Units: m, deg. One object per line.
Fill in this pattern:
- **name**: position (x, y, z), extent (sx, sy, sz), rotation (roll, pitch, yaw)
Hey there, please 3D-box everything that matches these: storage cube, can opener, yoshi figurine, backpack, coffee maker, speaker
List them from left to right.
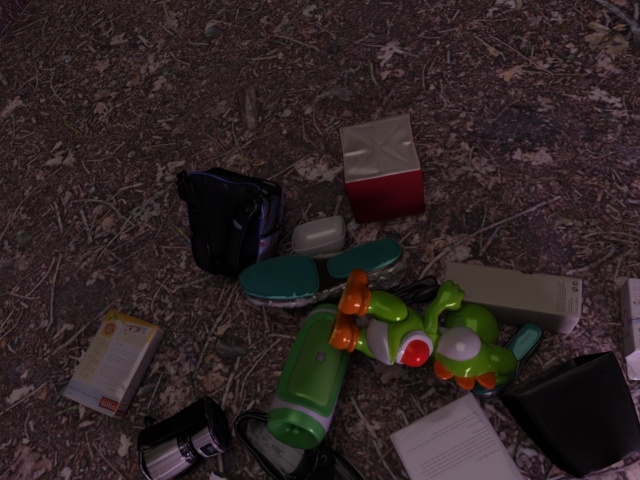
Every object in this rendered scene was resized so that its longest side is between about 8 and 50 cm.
- **coffee maker**: position (-0.307, 0.427, 1.088), extent (0.178, 0.120, 0.171), rotation (-29, 58, -2)
- **backpack**: position (-0.219, -0.042, 1.251), extent (0.276, 0.213, 0.263), rotation (17, 107, 26)
- **speaker**: position (-0.012, 0.278, 1.037), extent (0.131, 0.131, 0.296), rotation (5, 42, 18)
- **storage cube**: position (0.157, -0.179, 1.248), extent (0.215, 0.193, 0.184), rotation (-9, 61, 9)
- **can opener**: position (0.194, 0.135, 1.149), extent (0.186, 0.073, 0.059), rotation (-24, 67, 12)
- **yoshi figurine**: position (0.212, 0.177, 0.996), extent (0.362, 0.203, 0.203), rotation (19, 76, 5)

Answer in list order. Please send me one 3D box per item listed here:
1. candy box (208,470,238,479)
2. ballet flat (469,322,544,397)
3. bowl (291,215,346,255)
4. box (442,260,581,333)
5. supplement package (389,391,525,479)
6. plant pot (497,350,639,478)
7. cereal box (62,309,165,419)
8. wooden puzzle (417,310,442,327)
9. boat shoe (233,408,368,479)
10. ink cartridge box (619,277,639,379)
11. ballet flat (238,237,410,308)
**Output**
- **candy box**: position (-0.171, 0.595, 0.989), extent (0.196, 0.070, 0.165), rotation (18, 68, 22)
- **ballet flat**: position (0.391, 0.258, 1.020), extent (0.203, 0.074, 0.074), rotation (-42, 60, -8)
- **bowl**: position (0.000, 0.000, 1.252), extent (0.142, 0.053, 0.142), rotation (-13, 28, 7)
- **box**: position (0.409, 0.124, 1.065), extent (0.275, 0.113, 0.094), rotation (8, 64, 18)
- **supplement package**: position (0.273, 0.462, 0.879), extent (0.177, 0.175, 0.293), rotation (-26, 59, -2)
- **plant pot**: position (0.473, 0.326, 0.907), extent (0.188, 0.187, 0.167), rotation (-26, 72, 0)
- **cereal box**: position (-0.527, 0.313, 1.251), extent (0.173, 0.047, 0.240), rotation (14, 67, 21)
- **wooden puzzle**: position (0.248, 0.198, 1.128), extent (0.049, 0.006, 0.083), rotation (-38, 60, -7)
- **boat shoe**: position (-0.045, 0.456, 1.005), extent (0.340, 0.113, 0.127), rotation (31, 74, 27)
- **ink cartridge box**: position (0.683, 0.182, 0.983), extent (0.115, 0.067, 0.198), rotation (4, 64, 16)
- **ballet flat**: position (0.015, 0.103, 1.163), extent (0.408, 0.147, 0.147), rotation (-11, 60, 4)
